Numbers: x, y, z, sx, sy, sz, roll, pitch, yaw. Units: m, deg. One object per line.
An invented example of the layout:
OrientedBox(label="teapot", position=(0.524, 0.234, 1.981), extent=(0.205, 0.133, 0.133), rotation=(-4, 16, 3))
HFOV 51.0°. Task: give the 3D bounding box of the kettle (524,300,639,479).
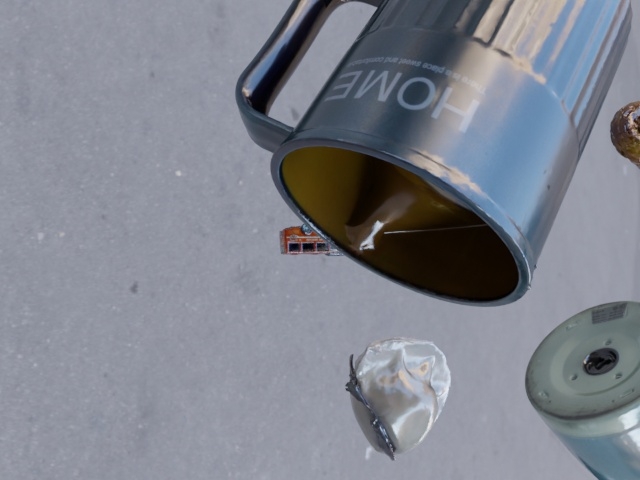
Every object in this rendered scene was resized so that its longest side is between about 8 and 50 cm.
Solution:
OrientedBox(label="kettle", position=(0.539, 0.274, 1.086), extent=(0.342, 0.247, 0.319), rotation=(49, 54, -17))

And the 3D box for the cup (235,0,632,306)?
OrientedBox(label="cup", position=(0.110, -0.128, 0.647), extent=(0.242, 0.308, 0.292), rotation=(46, 66, -39))

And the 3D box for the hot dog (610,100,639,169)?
OrientedBox(label="hot dog", position=(0.436, -0.124, 0.877), extent=(0.147, 0.065, 0.099), rotation=(22, 55, -37))

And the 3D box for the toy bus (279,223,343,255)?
OrientedBox(label="toy bus", position=(0.000, 0.000, 0.902), extent=(0.110, 0.031, 0.043), rotation=(0, 83, -19))

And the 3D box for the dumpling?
OrientedBox(label="dumpling", position=(0.162, 0.315, 1.308), extent=(0.163, 0.205, 0.292), rotation=(-90, 165, -60))
